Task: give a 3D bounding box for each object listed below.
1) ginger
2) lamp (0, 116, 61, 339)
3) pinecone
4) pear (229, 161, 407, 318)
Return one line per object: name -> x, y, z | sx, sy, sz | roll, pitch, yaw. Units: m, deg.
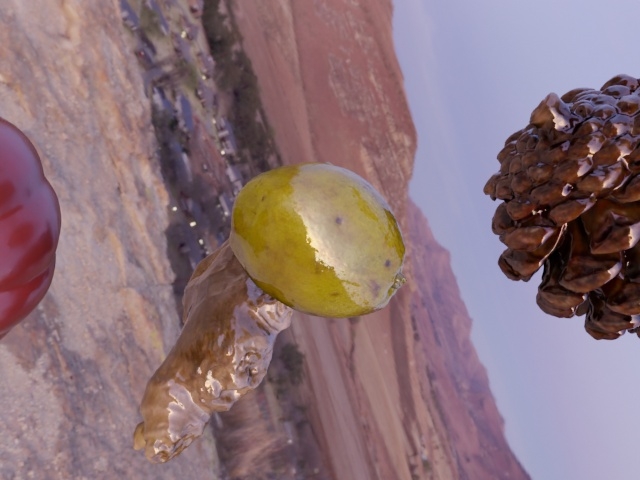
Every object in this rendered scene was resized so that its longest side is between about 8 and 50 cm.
ginger -> -0.082, 0.053, 0.595 | 0.080, 0.166, 0.333 | 55, 28, -29
lamp -> -0.300, -0.010, 0.434 | 0.227, 0.226, 0.227 | -20, 90, -82
pinecone -> 0.273, -0.021, 0.587 | 0.272, 0.224, 0.224 | 53, 15, -24
pear -> 0.000, 0.000, 0.439 | 0.107, 0.131, 0.107 | 21, 90, -85
